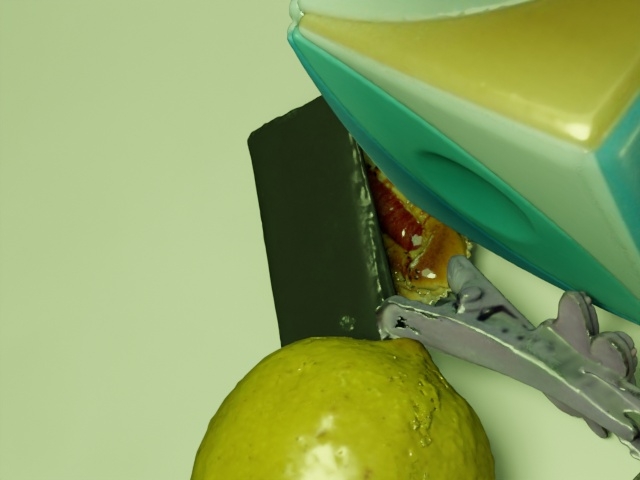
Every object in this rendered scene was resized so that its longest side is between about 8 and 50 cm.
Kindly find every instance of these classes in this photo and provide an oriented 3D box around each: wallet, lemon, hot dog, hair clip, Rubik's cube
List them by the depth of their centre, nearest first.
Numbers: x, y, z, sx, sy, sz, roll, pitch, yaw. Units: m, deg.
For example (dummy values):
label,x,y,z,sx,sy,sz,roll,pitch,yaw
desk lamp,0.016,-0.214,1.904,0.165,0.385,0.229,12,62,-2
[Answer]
label,x,y,z,sx,sy,sz,roll,pitch,yaw
Rubik's cube,0.227,-0.174,1.477,0.347,0.351,0.352,29,80,34
lemon,0.013,0.226,1.500,0.258,0.258,0.310,10,72,34
hair clip,0.188,0.092,1.527,0.278,0.137,0.090,24,40,23
wallet,0.001,0.000,1.670,0.146,0.030,0.285,-27,65,38
hot dog,0.052,-0.017,1.706,0.131,0.069,0.252,-45,52,7

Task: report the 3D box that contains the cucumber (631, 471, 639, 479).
label,x,y,z,sx,sy,sz,roll,pitch,yaw
cucumber,0.261,0.241,1.462,0.112,0.064,0.064,-46,53,5
